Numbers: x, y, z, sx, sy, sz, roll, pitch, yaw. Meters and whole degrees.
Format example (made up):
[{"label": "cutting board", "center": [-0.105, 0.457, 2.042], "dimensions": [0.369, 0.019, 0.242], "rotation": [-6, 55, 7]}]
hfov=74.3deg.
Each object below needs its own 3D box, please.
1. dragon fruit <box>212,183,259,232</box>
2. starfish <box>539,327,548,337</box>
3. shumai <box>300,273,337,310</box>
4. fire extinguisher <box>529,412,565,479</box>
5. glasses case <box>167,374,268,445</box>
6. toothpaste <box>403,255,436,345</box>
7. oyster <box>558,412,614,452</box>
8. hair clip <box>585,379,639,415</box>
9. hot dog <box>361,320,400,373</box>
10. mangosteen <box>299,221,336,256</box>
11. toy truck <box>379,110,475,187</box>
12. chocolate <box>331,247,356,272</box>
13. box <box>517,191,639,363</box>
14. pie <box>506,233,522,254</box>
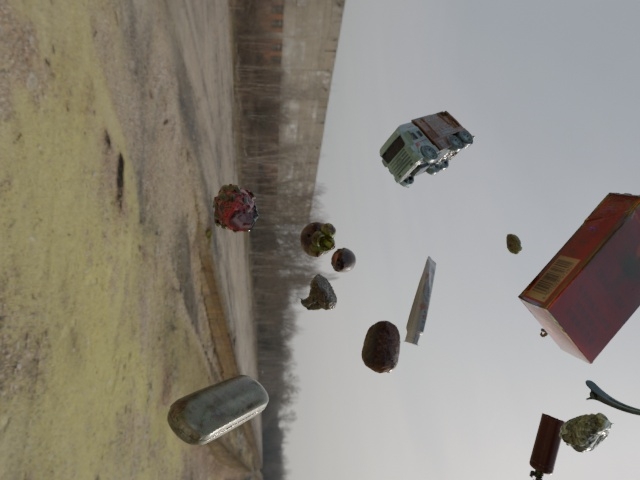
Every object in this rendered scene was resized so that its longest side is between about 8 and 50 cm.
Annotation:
[{"label": "dragon fruit", "center": [-0.295, -0.111, 1.454], "dimensions": [0.172, 0.160, 0.167], "rotation": [-116, -170, -48]}, {"label": "starfish", "center": [1.013, 0.335, 1.874], "dimensions": [0.150, 0.053, 0.210], "rotation": [-63, 151, -73]}, {"label": "shumai", "center": [-0.020, 0.299, 2.288], "dimensions": [0.206, 0.175, 0.166], "rotation": [64, 18, 1]}, {"label": "fire extinguisher", "center": [1.050, 0.992, 1.983], "dimensions": [0.147, 0.106, 0.337], "rotation": [40, 70, -61]}, {"label": "glasses case", "center": [-0.319, 0.544, 1.391], "dimensions": [0.098, 0.156, 0.425], "rotation": [-60, 158, 9]}, {"label": "toothpaste", "center": [0.374, 0.221, 1.555], "dimensions": [0.100, 0.066, 0.323], "rotation": [32, 71, -51]}, {"label": "oyster", "center": [0.661, 0.477, 1.044], "dimensions": [0.177, 0.125, 0.064], "rotation": [47, 15, -36]}, {"label": "hair clip", "center": [0.942, 0.508, 1.313], "dimensions": [0.229, 0.039, 0.070], "rotation": [8, -75, 64]}, {"label": "hot dog", "center": [0.255, 0.446, 1.770], "dimensions": [0.099, 0.160, 0.227], "rotation": [81, 26, -54]}, {"label": "mangosteen", "center": [-0.012, -0.002, 1.740], "dimensions": [0.181, 0.145, 0.156], "rotation": [-112, -151, -76]}, {"label": "toy truck", "center": [0.309, -0.284, 1.254], "dimensions": [0.162, 0.305, 0.136], "rotation": [54, -40, 12]}, {"label": "chocolate", "center": [0.102, 0.098, 1.997], "dimensions": [0.133, 0.127, 0.124], "rotation": [-64, 149, -57]}, {"label": "box", "center": [0.596, 0.077, 0.900], "dimensions": [0.197, 0.313, 0.089], "rotation": [45, -4, -19]}, {"label": "pie", "center": [0.734, 0.014, 1.609], "dimensions": [0.084, 0.019, 0.084], "rotation": [162, -90, -78]}]
